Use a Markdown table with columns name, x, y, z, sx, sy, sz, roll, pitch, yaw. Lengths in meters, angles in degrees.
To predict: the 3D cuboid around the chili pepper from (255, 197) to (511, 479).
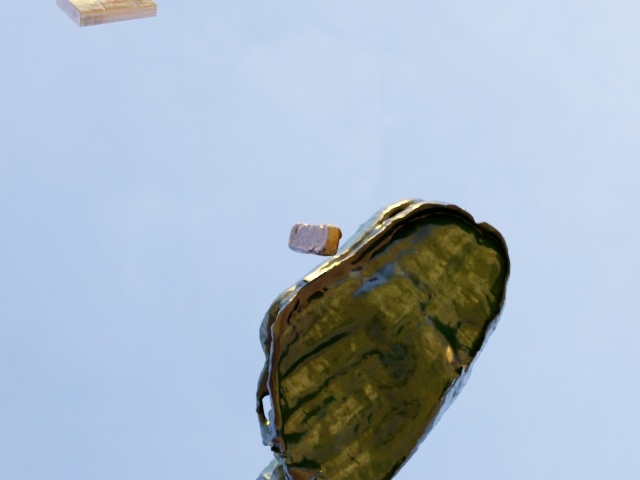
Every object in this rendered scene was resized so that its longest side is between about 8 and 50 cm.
| name | x | y | z | sx | sy | sz | roll | pitch | yaw |
| --- | --- | --- | --- | --- | --- | --- | --- | --- | --- |
| chili pepper | 0.045 | 0.115 | 0.915 | 0.213 | 0.167 | 0.385 | 41 | -116 | -1 |

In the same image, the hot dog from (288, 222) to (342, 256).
| name | x | y | z | sx | sy | sz | roll | pitch | yaw |
| --- | --- | --- | --- | --- | --- | --- | --- | --- | --- |
| hot dog | 0.000 | 0.000 | 0.861 | 0.034 | 0.090 | 0.030 | 16 | -96 | -27 |

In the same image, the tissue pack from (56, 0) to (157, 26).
| name | x | y | z | sx | sy | sz | roll | pitch | yaw |
| --- | --- | --- | --- | --- | --- | --- | --- | --- | --- |
| tissue pack | -0.252 | -0.280 | 1.014 | 0.108 | 0.023 | 0.056 | -21 | -124 | -40 |
